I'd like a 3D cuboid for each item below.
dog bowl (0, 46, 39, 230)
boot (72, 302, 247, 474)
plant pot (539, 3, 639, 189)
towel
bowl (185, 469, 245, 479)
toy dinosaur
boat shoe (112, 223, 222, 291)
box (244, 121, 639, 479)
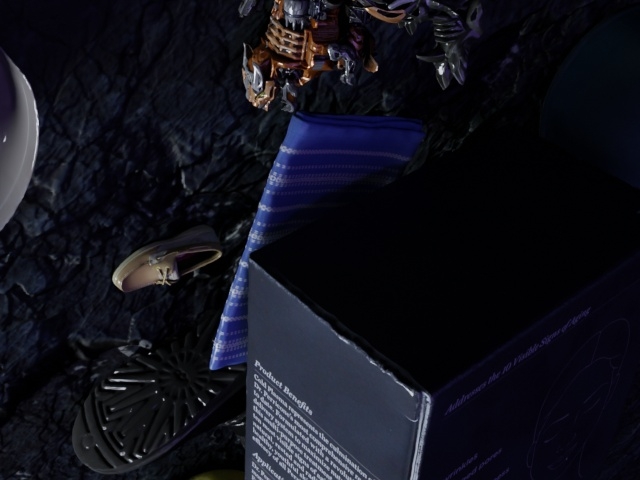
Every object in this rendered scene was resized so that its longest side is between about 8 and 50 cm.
[{"bbox_3d":[-0.410,-0.084,0.817,0.348,0.102,0.349,-24,145,-18],"label":"dog bowl"},{"bbox_3d":[-0.148,0.241,1.424,0.348,0.131,0.260,-32,146,-8],"label":"boot"},{"bbox_3d":[0.484,-0.145,1.376,0.271,0.255,0.272,-20,133,-24],"label":"plant pot"},{"bbox_3d":[0.000,0.000,1.248,0.243,0.040,0.336,-4,120,-51],"label":"towel"},{"bbox_3d":[-0.213,0.467,1.589,0.156,0.289,0.289,34,112,-12],"label":"bowl"},{"bbox_3d":[0.047,-0.251,1.000,0.218,0.164,0.322,15,145,-31],"label":"toy dinosaur"},{"bbox_3d":[-0.180,0.027,1.211,0.135,0.045,0.050,-29,146,-12],"label":"boat shoe"},{"bbox_3d":[0.169,0.175,1.316,0.480,0.297,0.472,-27,139,-34],"label":"box"}]
